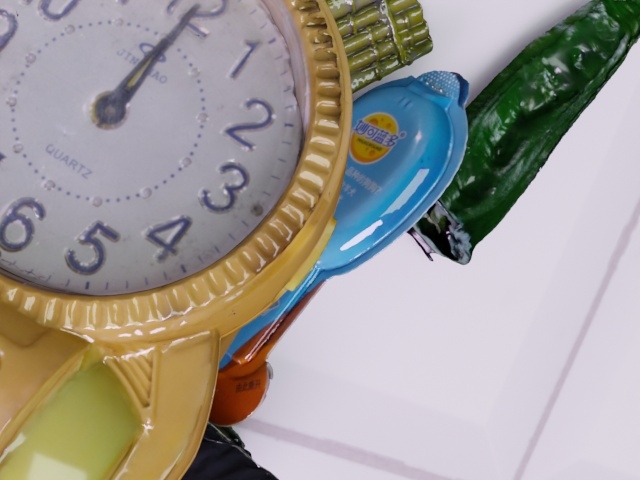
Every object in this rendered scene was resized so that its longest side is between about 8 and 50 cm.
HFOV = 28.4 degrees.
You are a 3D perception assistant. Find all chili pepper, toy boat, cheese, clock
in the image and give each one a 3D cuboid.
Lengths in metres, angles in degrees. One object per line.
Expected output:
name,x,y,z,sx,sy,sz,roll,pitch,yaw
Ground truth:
chili pepper,0.142,-0.084,0.817,0.227,0.059,0.088,-44,144,-16
toy boat,0.011,-0.118,0.765,0.115,0.016,0.063,-29,113,-15
cheese,0.000,0.000,0.748,0.256,0.106,0.037,-52,135,0
clock,-0.126,-0.015,0.617,0.244,0.200,0.317,33,79,3

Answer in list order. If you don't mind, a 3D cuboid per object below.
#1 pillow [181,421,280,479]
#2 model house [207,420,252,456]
pillow,-0.103,0.147,0.705,0.208,0.055,0.141,40,88,17
model house,-0.072,0.147,0.762,0.066,0.083,0.079,35,89,-26
